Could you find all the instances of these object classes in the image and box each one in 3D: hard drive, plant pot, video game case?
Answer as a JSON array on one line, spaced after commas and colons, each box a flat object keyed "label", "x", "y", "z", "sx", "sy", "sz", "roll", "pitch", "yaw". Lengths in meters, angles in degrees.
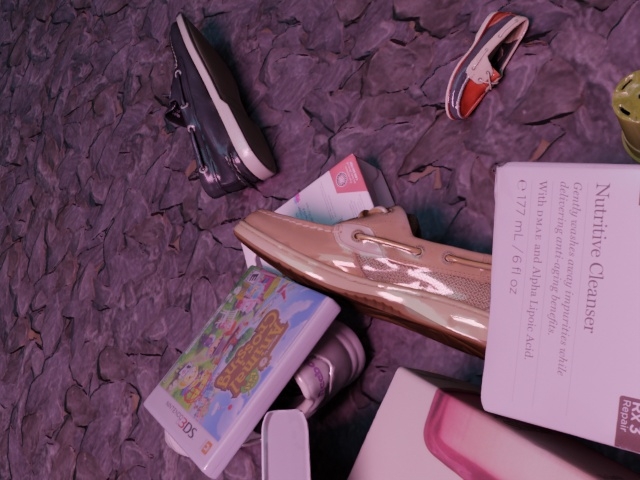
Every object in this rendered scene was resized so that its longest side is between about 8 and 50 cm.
[{"label": "hard drive", "x": -0.031, "y": 0.290, "z": 0.713, "sx": 0.040, "sy": 0.307, "sz": 0.202, "roll": -2, "pitch": 68, "yaw": -3}, {"label": "plant pot", "x": 0.308, "y": -0.120, "z": 0.681, "sx": 0.083, "sy": 0.079, "sz": 0.083, "roll": -16, "pitch": 65, "yaw": 36}, {"label": "video game case", "x": -0.094, "y": 0.130, "z": 0.812, "sx": 0.212, "sy": 0.023, "sz": 0.193, "roll": -52, "pitch": 30, "yaw": -12}]

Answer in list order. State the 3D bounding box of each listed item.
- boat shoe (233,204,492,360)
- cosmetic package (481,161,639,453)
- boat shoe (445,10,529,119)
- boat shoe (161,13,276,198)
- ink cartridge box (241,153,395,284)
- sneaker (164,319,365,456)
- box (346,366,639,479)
[{"label": "boat shoe", "x": 0.070, "y": 0.024, "z": 0.782, "sx": 0.341, "sy": 0.121, "sz": 0.110, "roll": 21, "pitch": 80, "yaw": 19}, {"label": "cosmetic package", "x": 0.326, "y": 0.056, "z": 0.528, "sx": 0.385, "sy": 0.156, "sz": 0.217, "roll": 5, "pitch": 93, "yaw": 43}, {"label": "boat shoe", "x": 0.187, "y": -0.196, "z": 0.836, "sx": 0.043, "sy": 0.049, "sz": 0.137, "roll": 28, "pitch": 90, "yaw": 41}, {"label": "boat shoe", "x": -0.178, "y": -0.198, "z": 1.099, "sx": 0.113, "sy": 0.127, "sz": 0.340, "roll": -35, "pitch": 64, "yaw": 13}, {"label": "ink cartridge box", "x": 0.000, "y": 0.000, "z": 0.915, "sx": 0.198, "sy": 0.067, "sz": 0.115, "roll": -34, "pitch": 55, "yaw": 26}, {"label": "sneaker", "x": -0.097, "y": 0.187, "z": 0.868, "sx": 0.305, "sy": 0.152, "sz": 0.114, "roll": -34, "pitch": 88, "yaw": 29}, {"label": "box", "x": 0.165, "y": 0.220, "z": 0.639, "sx": 0.232, "sy": 0.149, "sz": 0.126, "roll": 25, "pitch": 92, "yaw": 43}]
